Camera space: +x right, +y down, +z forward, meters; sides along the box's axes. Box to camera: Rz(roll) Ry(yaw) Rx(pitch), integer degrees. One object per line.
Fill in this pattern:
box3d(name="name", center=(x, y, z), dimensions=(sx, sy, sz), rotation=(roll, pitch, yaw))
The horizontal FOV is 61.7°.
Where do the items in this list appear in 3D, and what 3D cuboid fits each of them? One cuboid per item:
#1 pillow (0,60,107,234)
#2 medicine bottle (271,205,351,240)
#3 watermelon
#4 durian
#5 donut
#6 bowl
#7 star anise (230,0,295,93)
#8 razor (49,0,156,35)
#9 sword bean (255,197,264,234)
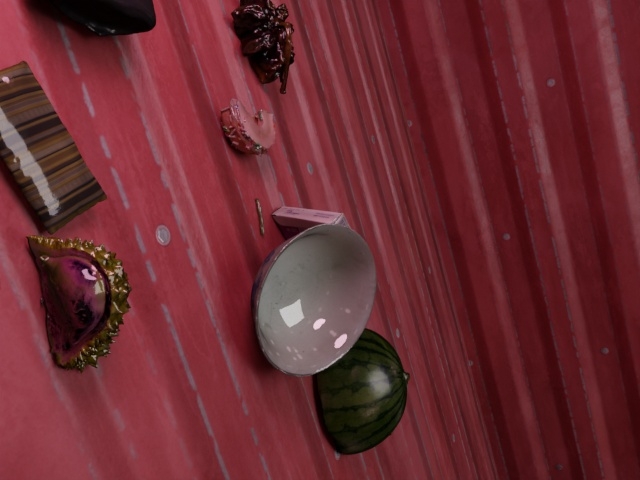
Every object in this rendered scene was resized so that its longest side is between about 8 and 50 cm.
box3d(name="pillow", center=(-0.364, -0.119, 0.686), dimensions=(0.204, 0.038, 0.113), rotation=(67, 30, -22))
box3d(name="medicine bottle", center=(0.000, 0.000, 1.231), dimensions=(0.052, 0.201, 0.171), rotation=(-48, 128, -29))
box3d(name="watermelon", center=(0.128, 0.376, 1.369), dimensions=(0.330, 0.189, 0.331), rotation=(39, 42, -47))
box3d(name="durian", center=(-0.281, 0.071, 0.694), dimensions=(0.119, 0.108, 0.187), rotation=(-14, 92, -65))
box3d(name="donut", center=(-0.153, -0.234, 1.160), dimensions=(0.166, 0.065, 0.117), rotation=(-3, 81, -64))
box3d(name="bowl", center=(-0.042, 0.104, 1.110), dimensions=(0.313, 0.146, 0.314), rotation=(-14, 112, -38))
box3d(name="star anise", center=(-0.120, -0.495, 1.283), dimensions=(0.220, 0.125, 0.190), rotation=(41, 40, -49))
box3d(name="razor", center=(-0.347, -0.484, 0.792), dimensions=(0.204, 0.113, 0.350), rotation=(-1, 82, -64))
box3d(name="sword bean", center=(-0.133, -0.054, 1.187), dimensions=(0.012, 0.012, 0.084), rotation=(3, 77, -65))
